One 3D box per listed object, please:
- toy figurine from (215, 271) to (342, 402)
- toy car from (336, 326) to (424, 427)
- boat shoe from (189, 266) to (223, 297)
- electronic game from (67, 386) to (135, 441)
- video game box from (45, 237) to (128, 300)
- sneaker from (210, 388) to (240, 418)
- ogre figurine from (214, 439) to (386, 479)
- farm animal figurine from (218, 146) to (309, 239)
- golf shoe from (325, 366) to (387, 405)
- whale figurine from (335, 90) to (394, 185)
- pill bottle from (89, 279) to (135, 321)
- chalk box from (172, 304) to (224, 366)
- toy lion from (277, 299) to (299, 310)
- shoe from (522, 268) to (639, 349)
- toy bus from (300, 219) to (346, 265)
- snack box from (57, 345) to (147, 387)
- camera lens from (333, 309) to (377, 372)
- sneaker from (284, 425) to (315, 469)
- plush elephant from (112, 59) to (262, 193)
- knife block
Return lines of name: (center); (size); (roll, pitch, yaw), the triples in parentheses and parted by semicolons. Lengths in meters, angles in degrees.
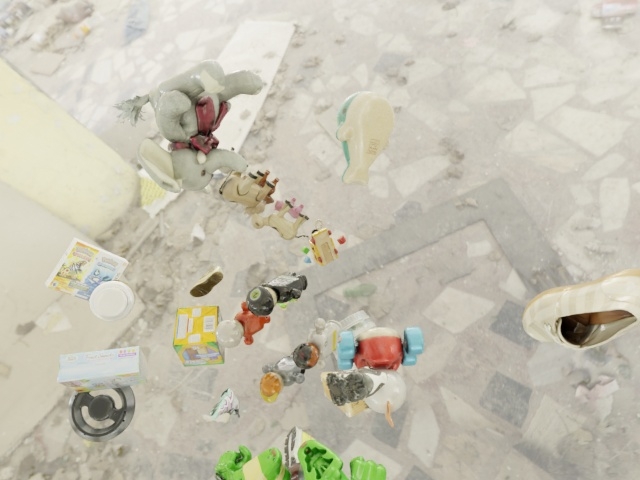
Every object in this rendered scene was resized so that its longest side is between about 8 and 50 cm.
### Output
toy figurine: (-0.084, 0.191, 0.881); (0.213, 0.148, 0.209); (-43, 80, 33)
toy car: (0.159, 0.365, 1.146); (0.219, 0.210, 0.237); (-3, 59, 0)
boat shoe: (-0.355, 0.131, 1.380); (0.135, 0.050, 0.045); (-33, 29, 16)
electronic game: (-0.773, 0.590, 1.552); (0.230, 0.048, 0.229); (1, 79, -4)
video game box: (-0.830, 0.115, 1.572); (0.048, 0.205, 0.187); (21, 80, 44)
sneaker: (-0.227, 0.421, 1.089); (0.038, 0.098, 0.069); (-38, 97, 24)
ogre figurine: (-0.006, 0.261, 0.453); (0.197, 0.118, 0.096); (-26, 28, 15)
farm animal figurine: (-0.225, -0.139, 1.544); (0.172, 0.327, 0.330); (-48, 43, 11)
golf shoe: (0.080, 0.329, 0.998); (0.094, 0.198, 0.077); (-8, 79, -26)
whale figurine: (0.112, -0.303, 1.305); (0.141, 0.216, 0.271); (26, 111, 44)
pill bottle: (-0.615, 0.177, 1.304); (0.117, 0.117, 0.215); (-60, 17, -14)
chalk box: (-0.377, 0.316, 1.398); (0.132, 0.213, 0.132); (-3, 52, -6)
toy lion: (-0.120, 0.171, 1.412); (0.096, 0.100, 0.034); (31, 123, 23)
shoe: (0.325, 0.097, 0.555); (0.077, 0.219, 0.058); (37, 65, 6)
toy bus: (-0.001, 0.013, 1.991); (0.104, 0.191, 0.202); (30, 98, 59)
snack box: (-0.536, 0.327, 1.104); (0.175, 0.207, 0.070); (-3, 67, -18)
camera lens: (0.171, 0.465, 1.865); (0.219, 0.219, 0.274); (-33, 74, 5)
sneaker: (-0.045, 0.599, 1.154); (0.081, 0.094, 0.208); (-49, 21, 33)
plush elephant: (-0.283, -0.229, 0.997); (0.330, 0.272, 0.255); (-14, 102, 10)
knife block: (0.164, 0.531, 1.602); (0.242, 0.088, 0.276); (-17, 14, -25)
